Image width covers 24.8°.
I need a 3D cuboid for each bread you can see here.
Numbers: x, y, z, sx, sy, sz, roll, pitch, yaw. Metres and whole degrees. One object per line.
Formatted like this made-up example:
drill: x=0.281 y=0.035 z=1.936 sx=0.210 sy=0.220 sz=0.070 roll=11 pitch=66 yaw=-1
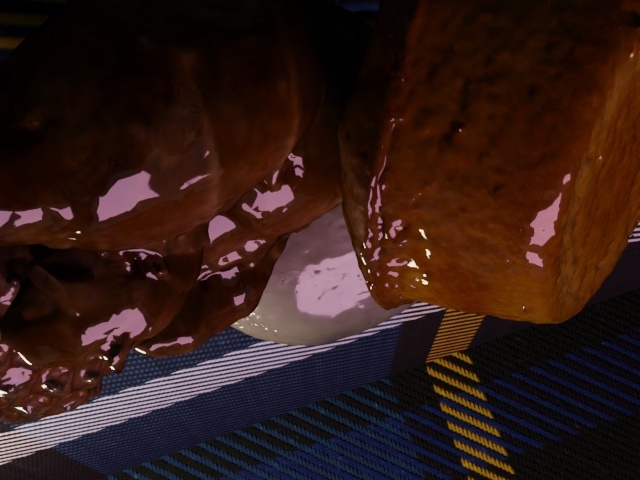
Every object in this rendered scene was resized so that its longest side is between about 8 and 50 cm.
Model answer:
bread: x=0.129 y=-0.091 z=0.921 sx=0.172 sy=0.312 sz=0.312 roll=21 pitch=-177 yaw=23

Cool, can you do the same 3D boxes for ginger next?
ginger: x=-0.094 y=-0.051 z=0.923 sx=0.274 sy=0.152 sz=0.357 roll=-54 pitch=158 yaw=16

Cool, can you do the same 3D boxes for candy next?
candy: x=0.000 y=0.000 z=1.291 sx=0.295 sy=0.185 sz=0.295 roll=-12 pitch=165 yaw=-3

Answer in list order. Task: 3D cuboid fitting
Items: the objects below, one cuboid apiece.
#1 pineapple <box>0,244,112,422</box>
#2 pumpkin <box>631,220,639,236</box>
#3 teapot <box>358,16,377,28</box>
pineapple: x=-0.267 y=0.004 z=0.946 sx=0.202 sy=0.202 sz=0.362 roll=-22 pitch=159 yaw=10
pumpkin: x=0.357 y=-0.101 z=1.692 sx=0.130 sy=0.149 sz=0.254 roll=-62 pitch=-176 yaw=-30
teapot: x=0.002 y=-0.117 z=1.119 sx=0.092 sy=0.124 sz=0.091 roll=20 pitch=173 yaw=34
